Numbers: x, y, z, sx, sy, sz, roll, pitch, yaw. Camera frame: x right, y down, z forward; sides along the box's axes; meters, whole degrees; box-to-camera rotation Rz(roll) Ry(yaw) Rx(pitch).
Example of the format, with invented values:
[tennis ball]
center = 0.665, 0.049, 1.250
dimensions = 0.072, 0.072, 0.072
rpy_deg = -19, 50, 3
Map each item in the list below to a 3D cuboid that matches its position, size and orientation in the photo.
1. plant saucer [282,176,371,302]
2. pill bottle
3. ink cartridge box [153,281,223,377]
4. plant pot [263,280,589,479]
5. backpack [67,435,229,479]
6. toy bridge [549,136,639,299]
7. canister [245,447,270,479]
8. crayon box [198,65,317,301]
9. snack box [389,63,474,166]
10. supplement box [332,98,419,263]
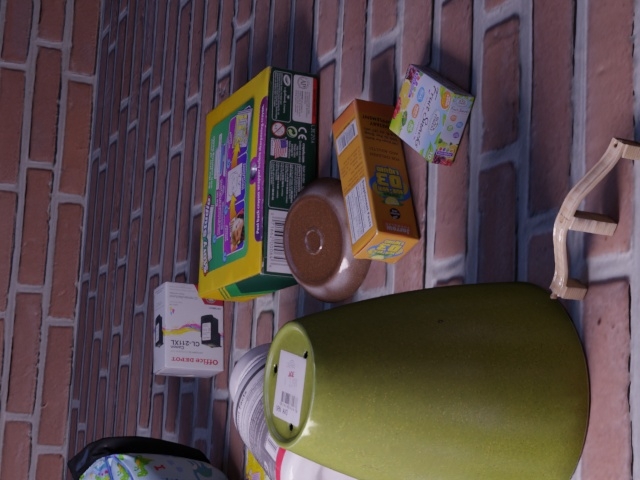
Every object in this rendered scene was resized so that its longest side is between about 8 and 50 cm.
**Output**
[plant saucer]
center = 0.000, 0.000, 1.681
dimensions = 0.198, 0.036, 0.199
rpy_deg = 3, 94, 47
[pill bottle]
center = -0.024, 0.265, 1.569
dimensions = 0.318, 0.176, 0.176
rpy_deg = 37, 117, 62
[ink cartridge box]
center = -0.262, 0.179, 2.151
dimensions = 0.072, 0.127, 0.175
rpy_deg = -31, 57, 56
[plant pot]
center = 0.096, 0.169, 1.205
dimensions = 0.274, 0.293, 0.275
rpy_deg = -26, 61, 60
[backpack]
center = -0.266, 0.522, 1.901
dimensions = 0.273, 0.290, 0.356
rpy_deg = -39, 46, 33
[toy bridge]
center = 0.279, -0.020, 1.135
dimensions = 0.026, 0.063, 0.188
rpy_deg = 54, 131, 55
[canister]
center = -0.078, 0.407, 1.772
dimensions = 0.126, 0.073, 0.170
rpy_deg = -33, 53, 58
[crayon box]
center = -0.117, -0.089, 1.940
dimensions = 0.313, 0.106, 0.363
rpy_deg = 158, 116, -63
[snack box]
center = 0.150, -0.174, 1.477
dimensions = 0.141, 0.037, 0.100
rpy_deg = -130, 50, -57
[supplement box]
center = 0.078, -0.087, 1.561
dimensions = 0.080, 0.078, 0.234
rpy_deg = -43, 47, 50
